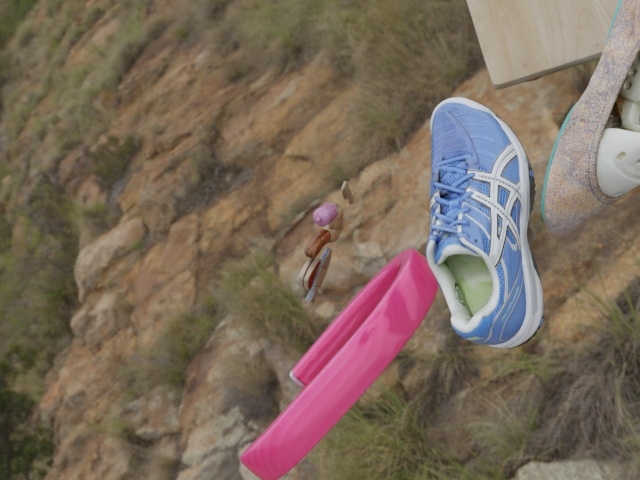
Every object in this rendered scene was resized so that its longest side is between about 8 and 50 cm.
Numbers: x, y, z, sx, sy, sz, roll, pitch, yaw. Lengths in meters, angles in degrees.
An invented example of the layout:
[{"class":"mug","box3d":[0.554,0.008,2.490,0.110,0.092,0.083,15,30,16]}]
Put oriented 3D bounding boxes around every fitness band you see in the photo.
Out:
[{"class":"fitness band","box3d":[0.019,0.130,0.754,0.291,0.054,0.209,-50,-1,10]}]

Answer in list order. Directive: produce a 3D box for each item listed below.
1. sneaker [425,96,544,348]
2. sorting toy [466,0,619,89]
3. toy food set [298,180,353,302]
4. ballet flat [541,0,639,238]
[{"class":"sneaker","box3d":[0.125,-0.018,0.566,0.080,0.081,0.211,-21,75,39]},{"class":"sorting toy","box3d":[0.360,-0.379,1.100,0.255,0.089,0.257,-16,78,12]},{"class":"toy food set","box3d":[0.000,0.000,0.731,0.019,0.078,0.122,19,78,16]},{"class":"ballet flat","box3d":[0.326,-0.141,0.735,0.106,0.107,0.316,31,109,52]}]
